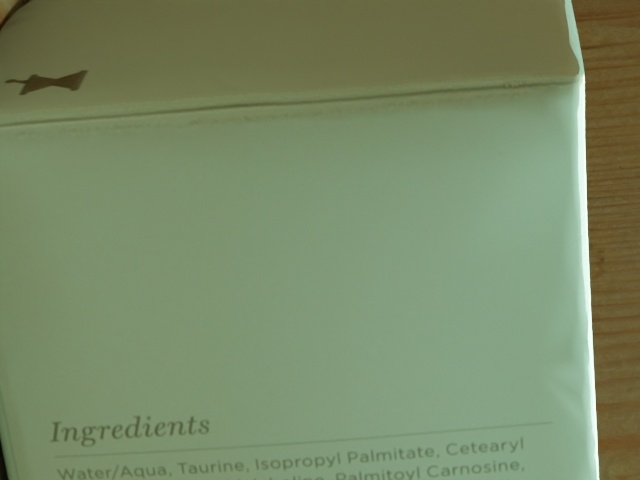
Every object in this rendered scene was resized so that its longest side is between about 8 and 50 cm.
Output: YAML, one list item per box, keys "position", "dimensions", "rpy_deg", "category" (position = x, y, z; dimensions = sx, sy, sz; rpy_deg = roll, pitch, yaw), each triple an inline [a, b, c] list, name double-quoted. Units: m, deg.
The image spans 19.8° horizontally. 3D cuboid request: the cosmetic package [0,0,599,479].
- position: [-0.004, 0.041, 1.105]
  dimensions: [0.329, 0.328, 0.393]
  rpy_deg: [-82, 167, -65]
  category: "cosmetic package"
